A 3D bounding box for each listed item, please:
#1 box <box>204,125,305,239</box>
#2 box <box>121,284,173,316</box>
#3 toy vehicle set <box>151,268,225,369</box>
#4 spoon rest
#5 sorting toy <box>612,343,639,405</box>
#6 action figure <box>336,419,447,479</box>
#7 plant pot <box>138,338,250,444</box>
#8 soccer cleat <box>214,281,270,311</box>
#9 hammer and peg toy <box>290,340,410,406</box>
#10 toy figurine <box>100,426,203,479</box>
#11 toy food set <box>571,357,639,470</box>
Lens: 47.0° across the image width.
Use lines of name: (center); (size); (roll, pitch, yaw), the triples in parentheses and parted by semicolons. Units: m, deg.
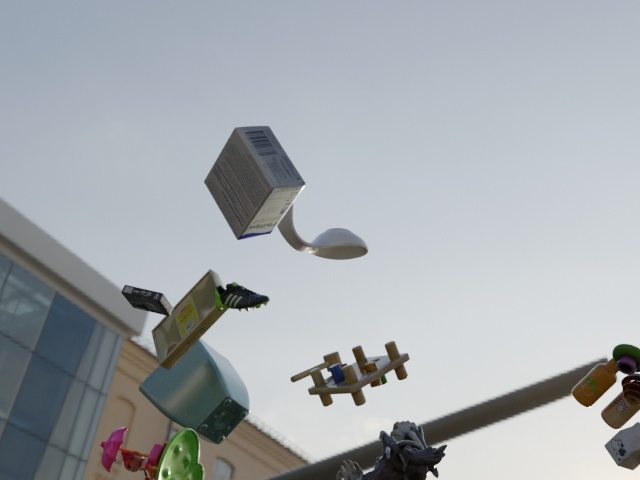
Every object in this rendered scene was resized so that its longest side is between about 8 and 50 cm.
box: (-0.108, -0.093, 1.183); (0.072, 0.126, 0.137); (-12, -28, -42)
box: (-0.329, 0.114, 1.399); (0.083, 0.018, 0.067); (11, -29, 15)
toy vehicle set: (-0.372, 0.223, 2.096); (0.267, 0.166, 0.035); (-45, -55, 9)
spoon rest: (0.000, 0.000, 1.681); (0.137, 0.084, 0.276); (-14, -29, 38)
sorting toy: (0.446, 0.197, 1.043); (0.061, 0.042, 0.102); (-4, -56, 47)
action figure: (0.110, 0.373, 1.165); (0.164, 0.141, 0.276); (-23, -47, -17)
plant pot: (-0.367, 0.496, 2.330); (0.252, 0.247, 0.248); (36, -10, 41)
soccer cleat: (-0.206, 0.142, 1.880); (0.178, 0.072, 0.060); (-5, 6, 37)
hammer and peg toy: (0.086, 0.435, 2.352); (0.265, 0.128, 0.361); (-23, 1, -35)
toy figurine: (-0.308, 0.389, 1.304); (0.159, 0.130, 0.173); (9, -35, 22)
toy food set: (0.502, 0.288, 1.127); (0.111, 0.232, 0.105); (23, -64, -28)
